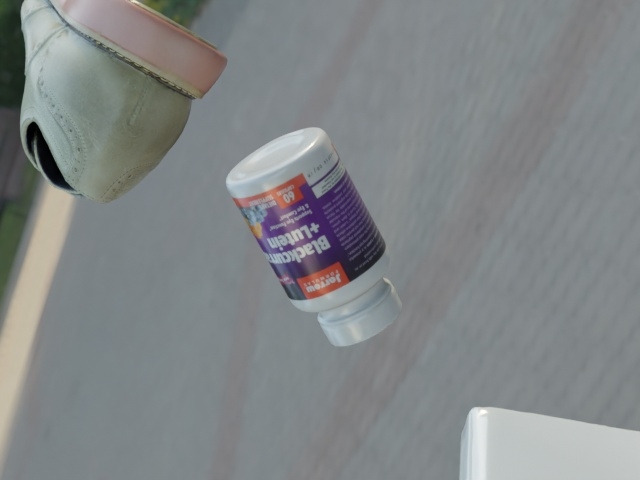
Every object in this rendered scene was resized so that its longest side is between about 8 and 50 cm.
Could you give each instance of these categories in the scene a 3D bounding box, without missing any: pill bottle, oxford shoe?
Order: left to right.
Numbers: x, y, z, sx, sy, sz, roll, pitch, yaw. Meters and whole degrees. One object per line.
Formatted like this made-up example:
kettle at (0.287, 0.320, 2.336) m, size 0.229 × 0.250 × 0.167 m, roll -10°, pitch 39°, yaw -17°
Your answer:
oxford shoe at (-0.186, -0.116, 1.218) m, size 0.147 × 0.140 × 0.397 m, roll -62°, pitch 15°, yaw 0°
pill bottle at (0.000, 0.000, 1.507) m, size 0.108 × 0.193 × 0.108 m, roll -26°, pitch 18°, yaw 9°

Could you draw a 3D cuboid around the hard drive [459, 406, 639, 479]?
hard drive at (0.193, 0.256, 0.927) m, size 0.353 × 0.233 × 0.047 m, roll -82°, pitch 2°, yaw -49°
